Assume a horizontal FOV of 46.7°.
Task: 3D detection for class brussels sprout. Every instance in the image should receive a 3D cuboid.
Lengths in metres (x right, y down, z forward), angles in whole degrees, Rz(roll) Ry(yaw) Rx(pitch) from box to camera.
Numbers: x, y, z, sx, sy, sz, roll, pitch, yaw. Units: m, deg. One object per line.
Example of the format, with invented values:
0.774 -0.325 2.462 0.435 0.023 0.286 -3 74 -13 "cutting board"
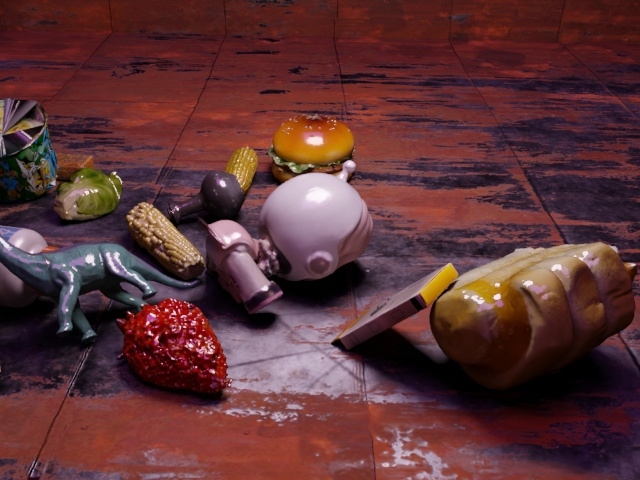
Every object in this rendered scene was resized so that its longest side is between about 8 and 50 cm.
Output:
-0.570 -0.112 1.814 0.139 0.100 0.181 31 26 11 "brussels sprout"

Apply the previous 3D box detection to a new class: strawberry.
-0.257 0.185 1.290 0.174 0.098 0.228 -16 33 -26 "strawberry"

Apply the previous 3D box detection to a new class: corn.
-0.213 -0.182 1.958 0.080 0.080 0.238 3 28 3 "corn"
-0.345 0.002 1.626 0.086 0.086 0.288 -19 38 -31 "corn"

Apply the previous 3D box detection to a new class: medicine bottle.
-0.645 0.047 1.459 0.289 0.157 0.157 7 30 10 "medicine bottle"

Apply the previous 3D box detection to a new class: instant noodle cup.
-0.770 -0.217 1.849 0.240 0.178 0.240 -1 50 1 "instant noodle cup"

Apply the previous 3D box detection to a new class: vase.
-0.278 -0.095 1.782 0.183 0.120 0.120 -21 34 -9 "vase"

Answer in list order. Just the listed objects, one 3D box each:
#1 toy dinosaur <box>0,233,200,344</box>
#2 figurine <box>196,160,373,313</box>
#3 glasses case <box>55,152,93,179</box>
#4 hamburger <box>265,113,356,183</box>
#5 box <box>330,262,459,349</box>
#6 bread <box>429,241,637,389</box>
-0.460 0.012 1.395 0.383 0.129 0.331 -24 74 -45 "toy dinosaur"
-0.057 -0.007 1.525 0.361 0.211 0.253 -22 47 -23 "figurine"
-0.729 -0.199 1.994 0.218 0.049 0.075 4 31 5 "glasses case"
-0.023 -0.249 1.992 0.246 0.170 0.246 3 28 -2 "hamburger"
0.133 0.126 1.347 0.033 0.247 0.129 54 44 0 "box"
0.358 0.137 1.284 0.341 0.210 0.300 -19 2 -40 "bread"
